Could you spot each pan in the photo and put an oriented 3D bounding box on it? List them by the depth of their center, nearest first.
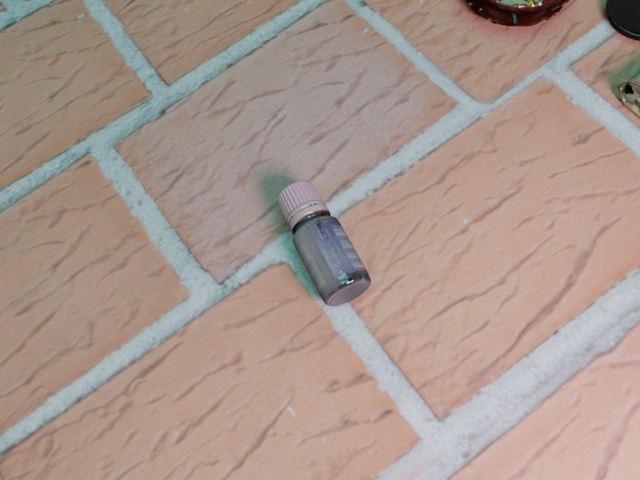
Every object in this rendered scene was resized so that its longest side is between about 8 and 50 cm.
[{"bbox_3d":[0.607,-0.458,1.132,0.136,0.028,0.235,20,74,14],"label":"pan"}]

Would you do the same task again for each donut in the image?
[{"bbox_3d":[0.373,-0.492,1.138,0.216,0.096,0.230,20,70,12],"label":"donut"}]

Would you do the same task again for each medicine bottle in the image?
[{"bbox_3d":[0.000,0.000,0.975,0.084,0.083,0.203,-26,68,-5],"label":"medicine bottle"}]

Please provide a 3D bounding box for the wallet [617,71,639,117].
[{"bbox_3d":[0.685,-0.272,1.024,0.310,0.077,0.223,-35,64,-10],"label":"wallet"}]
